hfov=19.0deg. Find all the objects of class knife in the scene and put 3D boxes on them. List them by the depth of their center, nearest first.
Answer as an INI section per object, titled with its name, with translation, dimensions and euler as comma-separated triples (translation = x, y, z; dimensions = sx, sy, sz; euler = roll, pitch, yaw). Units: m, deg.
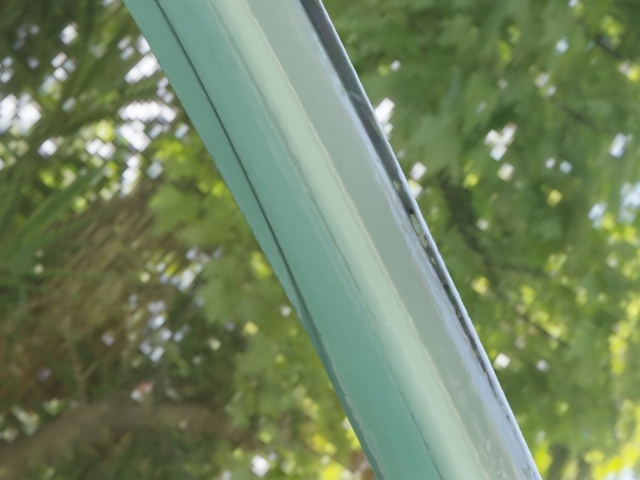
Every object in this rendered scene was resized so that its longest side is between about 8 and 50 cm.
[knife]
translation = 0.002, 0.000, 0.607
dimensions = 0.073, 0.040, 0.266
euler = -19, -80, 56
